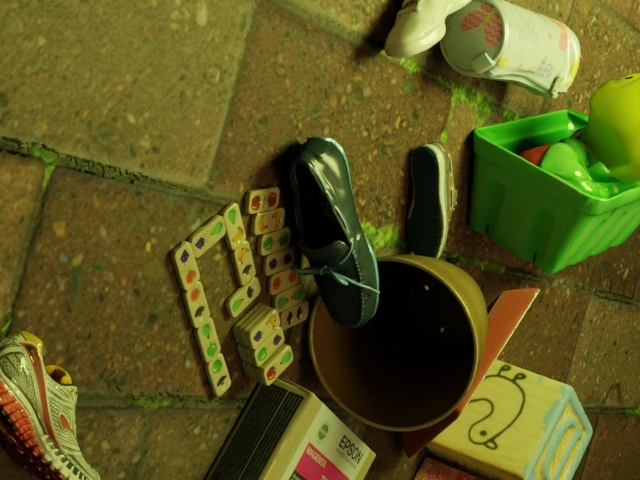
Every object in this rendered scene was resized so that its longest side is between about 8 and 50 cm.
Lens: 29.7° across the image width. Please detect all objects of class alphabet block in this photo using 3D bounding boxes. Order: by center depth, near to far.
[{"bbox_3d":[0.322,0.332,2.049,0.192,0.197,0.193,-58,144,-21],"label":"alphabet block"}]

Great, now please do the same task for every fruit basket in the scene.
[{"bbox_3d":[0.447,-0.153,1.930,0.392,0.283,0.392,-39,147,-31],"label":"fruit basket"}]

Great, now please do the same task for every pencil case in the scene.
[{"bbox_3d":[0.286,-0.285,1.799,0.273,0.114,0.124,4,79,-54],"label":"pencil case"}]

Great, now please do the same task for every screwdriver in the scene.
[{"bbox_3d":[0.218,0.103,1.955,0.024,0.025,0.169,-36,131,-41],"label":"screwdriver"}]

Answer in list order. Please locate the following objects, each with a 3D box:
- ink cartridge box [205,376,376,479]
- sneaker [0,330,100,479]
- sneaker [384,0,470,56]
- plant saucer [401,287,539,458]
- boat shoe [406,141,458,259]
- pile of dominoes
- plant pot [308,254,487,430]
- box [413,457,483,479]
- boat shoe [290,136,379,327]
[{"bbox_3d":[-0.039,0.318,1.631,0.193,0.088,0.234,-60,143,-16],"label":"ink cartridge box"},{"bbox_3d":[-0.276,0.184,1.237,0.092,0.088,0.225,-52,141,-30],"label":"sneaker"},{"bbox_3d":[0.136,-0.327,1.620,0.212,0.080,0.094,-53,130,-38],"label":"sneaker"},{"bbox_3d":[0.221,0.200,1.889,0.258,0.048,0.259,-53,177,-27],"label":"plant saucer"},{"bbox_3d":[0.173,-0.057,1.783,0.066,0.066,0.183,-25,124,-49],"label":"boat shoe"},{"bbox_3d":[-0.081,0.063,1.502,0.196,0.040,0.251,-44,137,-35],"label":"pile of dominoes"},{"bbox_3d":[0.142,0.119,1.703,0.254,0.237,0.237,-21,122,-65],"label":"plant pot"},{"bbox_3d":[0.186,0.536,1.995,0.300,0.142,0.154,-59,144,-19],"label":"box"},{"bbox_3d":[0.000,0.000,1.537,0.089,0.109,0.258,-41,116,-55],"label":"boat shoe"}]
